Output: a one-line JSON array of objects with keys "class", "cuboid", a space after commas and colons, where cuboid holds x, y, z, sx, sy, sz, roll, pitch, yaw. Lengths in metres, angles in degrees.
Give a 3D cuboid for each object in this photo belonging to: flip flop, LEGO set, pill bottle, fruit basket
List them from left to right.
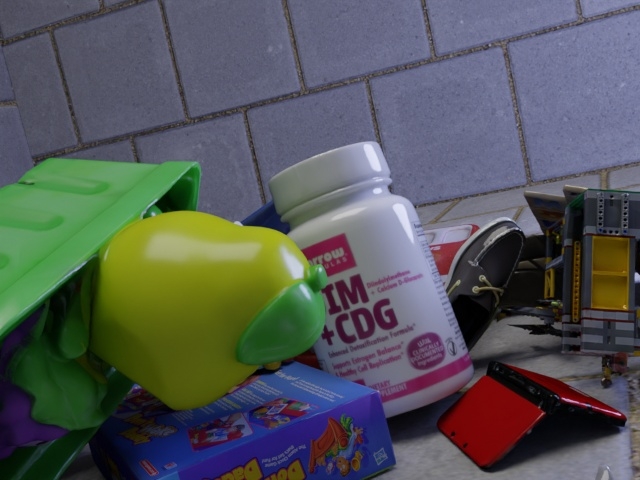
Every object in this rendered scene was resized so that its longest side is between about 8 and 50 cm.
[{"class": "fruit basket", "cuboid": [-0.179, 0.081, 0.766, 0.392, 0.283, 0.392, 9, 32, -6]}, {"class": "pill bottle", "cuboid": [0.050, 0.045, 0.908, 0.160, 0.283, 0.160, -20, -5, -2]}, {"class": "flip flop", "cuboid": [0.273, 0.067, 1.244, 0.277, 0.112, 0.080, -17, -9, 6]}, {"class": "LEGO set", "cuboid": [0.359, 0.067, 0.897, 0.255, 0.192, 0.331, 5, -8, -4]}]

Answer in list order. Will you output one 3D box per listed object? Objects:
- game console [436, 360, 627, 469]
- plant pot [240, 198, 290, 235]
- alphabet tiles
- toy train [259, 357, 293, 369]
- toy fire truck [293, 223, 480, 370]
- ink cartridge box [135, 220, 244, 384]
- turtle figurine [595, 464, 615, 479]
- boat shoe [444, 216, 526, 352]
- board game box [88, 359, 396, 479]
[{"class": "game console", "cuboid": [0.201, 0.176, 0.795, 0.124, 0.085, 0.144, 17, 2, -12]}, {"class": "plant pot", "cuboid": [0.000, 0.000, 1.544, 0.236, 0.212, 0.236, -31, -1, 38]}, {"class": "alphabet tiles", "cuboid": [0.429, -0.010, 1.091, 0.285, 0.011, 0.342, 11, -9, 24]}, {"class": "toy train", "cuboid": [-0.116, 0.132, 0.946, 0.166, 0.046, 0.125, -15, 7, -10]}, {"class": "toy fire truck", "cuboid": [0.070, 0.058, 1.168, 0.302, 0.169, 0.254, -9, 19, 23]}, {"class": "ink cartridge box", "cuboid": [-0.183, 0.117, 1.205, 0.296, 0.066, 0.261, -44, -13, -2]}, {"class": "turtle figurine", "cuboid": [0.203, 0.145, 0.316, 0.198, 0.274, 0.266, -49, -9, 31]}, {"class": "boat shoe", "cuboid": [0.187, 0.076, 1.006, 0.227, 0.081, 0.069, -55, 25, 2]}, {"class": "board game box", "cuboid": [-0.110, 0.204, 0.875, 0.233, 0.078, 0.347, -16, 7, -24]}]
